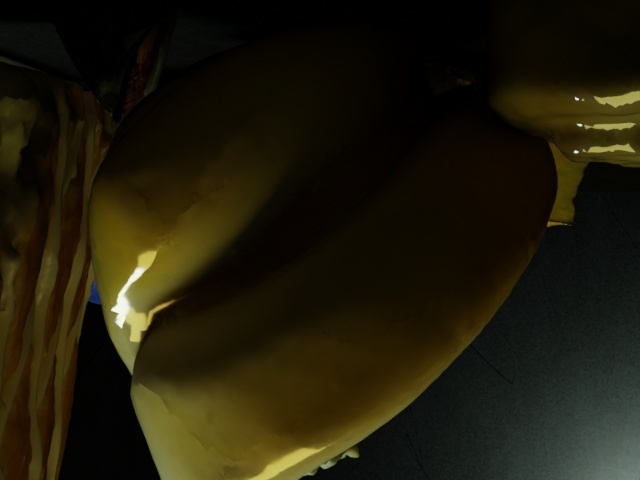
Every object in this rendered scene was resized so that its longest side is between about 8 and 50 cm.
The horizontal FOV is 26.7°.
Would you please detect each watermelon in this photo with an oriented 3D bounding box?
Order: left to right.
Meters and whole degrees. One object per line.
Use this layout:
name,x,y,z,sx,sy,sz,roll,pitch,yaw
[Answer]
watermelon,-0.118,-0.125,0.838,0.069,0.087,0.163,-31,-173,1

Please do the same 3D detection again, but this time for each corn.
corn,0.097,-0.099,1.186,0.106,0.106,0.293,1,174,4

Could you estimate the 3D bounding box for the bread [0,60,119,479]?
bread,-0.289,0.048,0.810,0.279,0.390,0.371,10,178,-2

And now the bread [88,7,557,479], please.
bread,-0.025,0.006,0.868,0.245,0.329,0.424,33,-167,-3

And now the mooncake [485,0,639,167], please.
mooncake,0.211,-0.097,0.714,0.235,0.117,0.235,0,176,0

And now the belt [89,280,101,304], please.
belt,-0.159,-0.040,1.340,0.117,0.212,0.347,0,-175,5

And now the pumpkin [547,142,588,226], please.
pumpkin,0.179,-0.077,1.522,0.248,0.131,0.126,6,171,8

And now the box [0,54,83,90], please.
box,-0.422,-0.129,1.217,0.365,0.051,0.204,1,179,12
